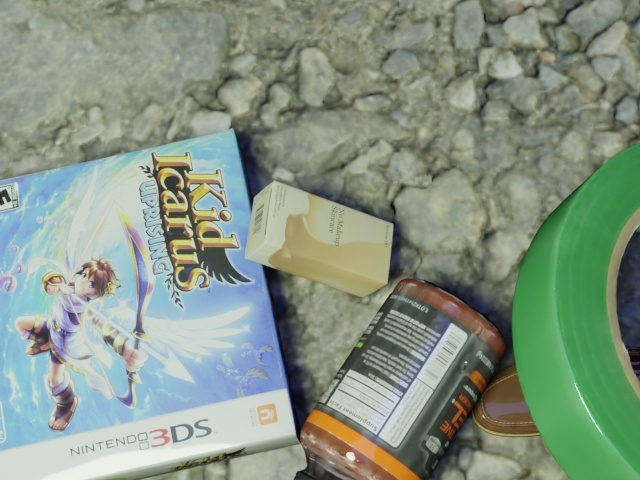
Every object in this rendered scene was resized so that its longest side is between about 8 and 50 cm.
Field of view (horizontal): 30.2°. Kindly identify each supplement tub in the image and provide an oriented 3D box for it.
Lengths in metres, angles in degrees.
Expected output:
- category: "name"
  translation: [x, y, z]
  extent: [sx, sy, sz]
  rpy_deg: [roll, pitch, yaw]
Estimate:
- category: "supplement tub"
  translation: [0.055, 0.135, 0.928]
  extent: [0.106, 0.106, 0.198]
  rpy_deg: [32, 79, 12]

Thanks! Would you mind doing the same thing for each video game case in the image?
- category: "video game case"
  translation: [-0.161, 0.061, 0.985]
  extent: [0.244, 0.061, 0.270]
  rpy_deg: [-12, 73, -1]

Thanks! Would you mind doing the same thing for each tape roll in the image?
- category: "tape roll"
  translation: [0.305, 0.076, 0.891]
  extent: [0.321, 0.077, 0.321]
  rpy_deg: [7, 65, -14]

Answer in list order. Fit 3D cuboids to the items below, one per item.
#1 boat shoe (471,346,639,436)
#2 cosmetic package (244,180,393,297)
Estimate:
- category: "boat shoe"
  translation: [0.208, 0.115, 0.947]
  extent: [0.178, 0.060, 0.064]
  rpy_deg: [-10, 73, 0]
- category: "cosmetic package"
  translation: [0.000, 0.000, 0.973]
  extent: [0.115, 0.041, 0.060]
  rpy_deg: [18, 62, -23]
